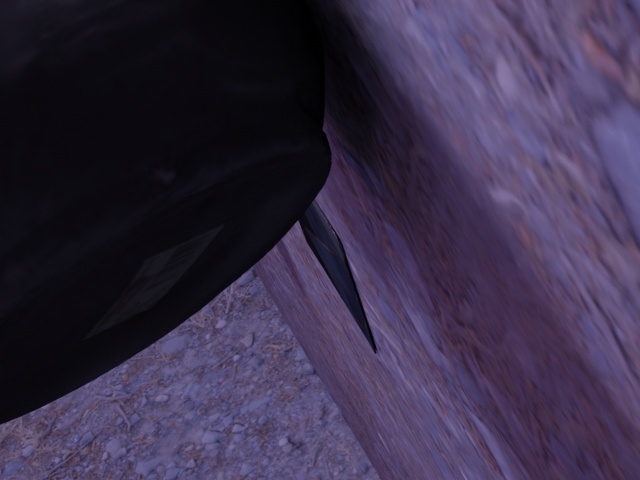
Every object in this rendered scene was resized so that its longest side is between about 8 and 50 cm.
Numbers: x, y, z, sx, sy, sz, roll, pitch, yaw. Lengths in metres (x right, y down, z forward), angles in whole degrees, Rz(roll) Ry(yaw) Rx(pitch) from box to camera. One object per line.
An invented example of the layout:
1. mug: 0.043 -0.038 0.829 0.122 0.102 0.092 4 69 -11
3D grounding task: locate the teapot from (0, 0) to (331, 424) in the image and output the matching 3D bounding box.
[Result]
1. teapot: -0.174 -0.132 0.573 0.362 0.305 0.376 53 131 9

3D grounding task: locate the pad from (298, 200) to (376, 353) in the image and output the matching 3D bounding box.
1. pad: 0.000 0.000 1.131 0.163 0.004 0.243 58 173 31
